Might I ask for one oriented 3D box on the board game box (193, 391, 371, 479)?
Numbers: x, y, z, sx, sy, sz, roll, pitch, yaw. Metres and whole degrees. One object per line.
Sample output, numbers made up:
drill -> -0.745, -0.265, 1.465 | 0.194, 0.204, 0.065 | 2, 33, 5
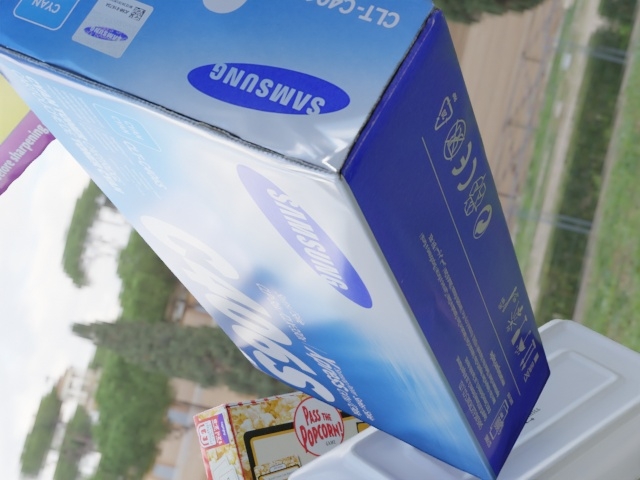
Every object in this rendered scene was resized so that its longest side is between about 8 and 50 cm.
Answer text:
board game box -> 0.004, 0.200, 0.882 | 0.045, 0.147, 0.193 | -27, 73, 49

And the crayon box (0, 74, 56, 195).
crayon box -> -0.289, -0.164, 0.779 | 0.363, 0.313, 0.106 | -31, 24, 51

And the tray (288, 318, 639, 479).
tray -> 0.124, 0.118, 0.797 | 0.270, 0.145, 0.030 | -24, -53, -37

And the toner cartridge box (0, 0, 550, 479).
toner cartridge box -> 0.000, 0.000, 0.580 | 0.075, 0.165, 0.348 | -60, -27, -16
